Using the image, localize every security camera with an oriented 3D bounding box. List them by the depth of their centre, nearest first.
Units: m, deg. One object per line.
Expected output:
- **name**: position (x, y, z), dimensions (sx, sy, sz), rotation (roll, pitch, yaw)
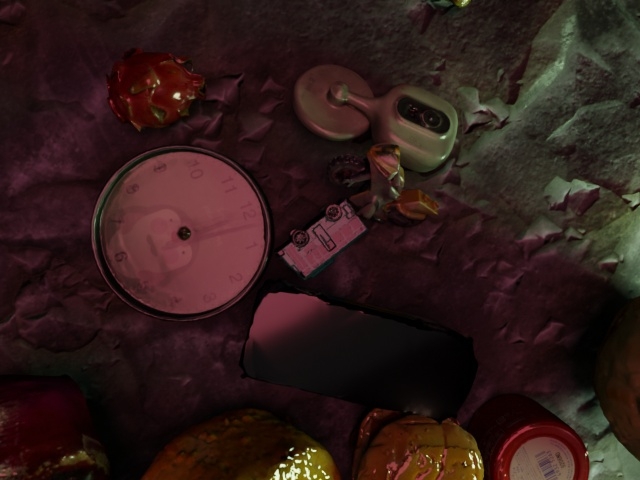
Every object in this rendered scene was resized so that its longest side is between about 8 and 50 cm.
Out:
- **security camera**: position (0.098, -0.229, 0.814), dimensions (0.301, 0.080, 0.157), rotation (21, 68, -6)

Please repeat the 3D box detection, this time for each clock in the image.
- **clock**: position (-0.239, -0.013, 0.817), dimensions (0.318, 0.066, 0.319), rotation (0, 92, -6)

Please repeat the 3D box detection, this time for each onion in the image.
- **onion**: position (-0.520, 0.401, 0.633), dimensions (0.420, 0.398, 0.399), rotation (-3, 94, -39)

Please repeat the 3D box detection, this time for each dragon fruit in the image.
- **dragon fruit**: position (-0.276, -0.253, 0.768), dimensions (0.165, 0.133, 0.136), rotation (-6, 87, -4)

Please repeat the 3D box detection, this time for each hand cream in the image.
- **hand cream**: position (0.386, 0.403, 0.869), dimensions (0.192, 0.125, 0.193), rotation (0, 95, -4)

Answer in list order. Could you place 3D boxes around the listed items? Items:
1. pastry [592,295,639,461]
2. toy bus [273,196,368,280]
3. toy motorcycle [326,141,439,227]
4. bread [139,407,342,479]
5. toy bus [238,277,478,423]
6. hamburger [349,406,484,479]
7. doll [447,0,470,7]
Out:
- **pastry**: position (0.673, 0.243, 0.795), dimensions (0.388, 0.313, 0.389), rotation (1, 101, 3)
- **toy bus**: position (0.000, 0.000, 0.833), dimensions (0.160, 0.079, 0.092), rotation (-38, 97, -4)
- **toy motorcycle**: position (0.123, -0.089, 0.787), dimensions (0.229, 0.129, 0.094), rotation (29, 47, -34)
- **bread**: position (-0.124, 0.456, 0.723), dimensions (0.358, 0.204, 0.337), rotation (-15, 91, -45)
- **toy bus**: position (0.066, 0.180, 0.806), dimensions (0.385, 0.162, 0.171), rotation (15, 94, -6)
- **hamburger**: position (0.170, 0.413, 0.828), dimensions (0.244, 0.163, 0.245), rotation (0, 91, -4)
- **doll**: position (0.262, -0.531, 0.826), dimensions (0.137, 0.097, 0.210), rotation (33, 84, -1)
